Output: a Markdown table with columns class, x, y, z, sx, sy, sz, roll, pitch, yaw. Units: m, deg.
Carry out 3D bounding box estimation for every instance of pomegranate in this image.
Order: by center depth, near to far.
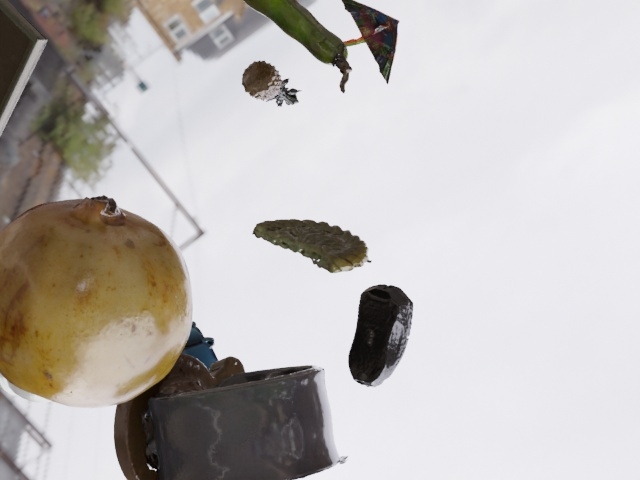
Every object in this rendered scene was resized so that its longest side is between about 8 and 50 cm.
| class | x | y | z | sx | sy | sz | roll | pitch | yaw |
| --- | --- | --- | --- | --- | --- | --- | --- | --- | --- |
| pomegranate | -0.277 | 0.070 | 1.345 | 0.264 | 0.264 | 0.264 | -32 | -159 | 14 |

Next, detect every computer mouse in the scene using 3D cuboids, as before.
| class | x | y | z | sx | sy | sz | roll | pitch | yaw |
| --- | --- | --- | --- | --- | --- | --- | --- | --- | --- |
| computer mouse | 0.127 | 0.197 | 2.352 | 0.122 | 0.073 | 0.217 | 17 | -82 | 38 |

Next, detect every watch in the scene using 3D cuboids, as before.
| class | x | y | z | sx | sy | sz | roll | pitch | yaw |
| --- | --- | --- | --- | --- | --- | --- | --- | --- | --- |
| watch | -0.123 | 0.289 | 1.788 | 0.327 | 0.314 | 0.335 | -10 | 176 | 33 |

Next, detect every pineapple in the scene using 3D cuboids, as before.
| class | x | y | z | sx | sy | sz | roll | pitch | yaw |
| --- | --- | --- | --- | --- | --- | --- | --- | --- | --- |
| pineapple | -0.068 | -0.211 | 1.602 | 0.058 | 0.058 | 0.124 | -33 | 158 | 10 |

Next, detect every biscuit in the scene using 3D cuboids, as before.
| class | x | y | z | sx | sy | sz | roll | pitch | yaw |
| --- | --- | --- | --- | --- | --- | --- | --- | --- | --- |
| biscuit | 0.000 | 0.000 | 2.395 | 0.273 | 0.036 | 0.187 | 23 | -156 | 39 |

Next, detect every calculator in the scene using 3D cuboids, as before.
| class | x | y | z | sx | sy | sz | roll | pitch | yaw |
| --- | --- | --- | --- | --- | --- | --- | --- | --- | --- |
| calculator | -0.253 | 0.235 | 2.351 | 0.094 | 0.141 | 0.019 | -19 | -164 | 20 |

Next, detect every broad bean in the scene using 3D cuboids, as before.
| class | x | y | z | sx | sy | sz | roll | pitch | yaw |
| --- | --- | --- | --- | --- | --- | --- | --- | --- | --- |
| broad bean | -0.049 | -0.343 | 1.700 | 0.067 | 0.325 | 0.075 | -51 | 165 | 13 |

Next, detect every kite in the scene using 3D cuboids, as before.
| class | x | y | z | sx | sy | sz | roll | pitch | yaw |
| --- | --- | --- | --- | --- | --- | --- | --- | --- | --- |
| kite | 0.090 | -0.373 | 2.058 | 0.010 | 0.190 | 0.159 | -36 | -169 | -36 |

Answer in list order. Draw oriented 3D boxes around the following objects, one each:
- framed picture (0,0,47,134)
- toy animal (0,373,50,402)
| class | x | y | z | sx | sy | sz | roll | pitch | yaw |
| --- | --- | --- | --- | --- | --- | --- | --- | --- | --- |
| framed picture | -0.782 | -0.423 | 2.405 | 0.028 | 0.446 | 0.326 | -11 | 140 | -57 |
| toy animal | -0.566 | 0.207 | 2.226 | 0.249 | 0.289 | 0.174 | -17 | -131 | 28 |
